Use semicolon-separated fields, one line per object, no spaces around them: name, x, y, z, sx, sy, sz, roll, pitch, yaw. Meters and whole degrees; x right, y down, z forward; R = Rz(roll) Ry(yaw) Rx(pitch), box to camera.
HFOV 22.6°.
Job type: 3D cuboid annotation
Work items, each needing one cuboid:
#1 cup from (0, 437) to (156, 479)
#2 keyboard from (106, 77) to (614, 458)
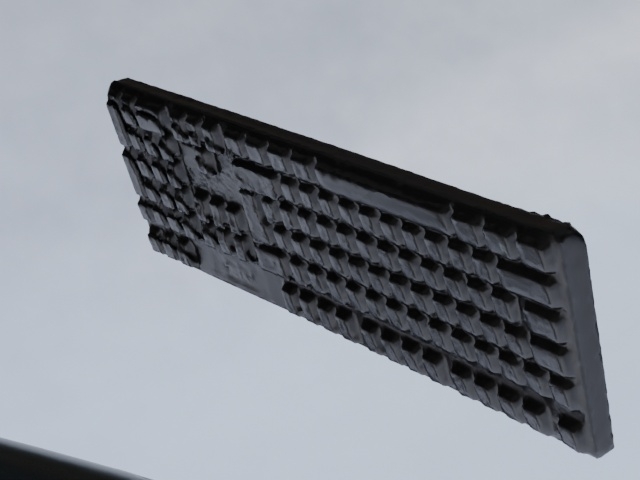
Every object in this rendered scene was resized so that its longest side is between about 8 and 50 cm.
cup;-0.111;0.234;0.941;0.292;0.308;0.242;16;-151;-7
keyboard;0.000;0.000;0.434;0.013;0.061;0.204;-28;-151;-27
